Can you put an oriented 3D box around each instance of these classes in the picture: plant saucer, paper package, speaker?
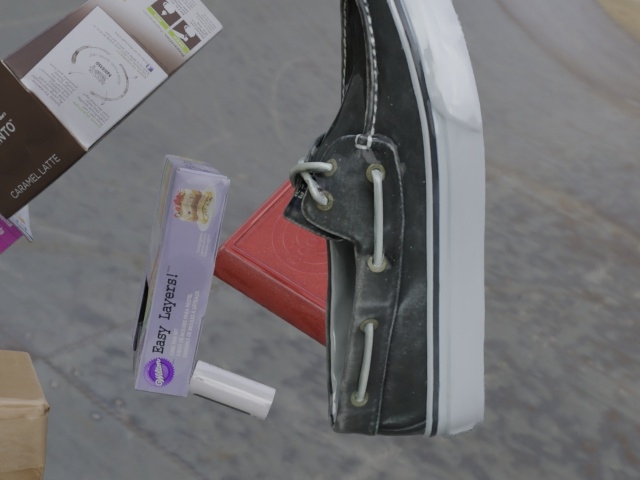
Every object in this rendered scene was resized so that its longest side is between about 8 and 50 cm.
[{"bbox_3d":[0.000,0.000,1.481,0.259,0.048,0.258,30,62,27],"label":"plant saucer"},{"bbox_3d":[-0.657,0.300,1.753,0.324,0.168,0.309,6,10,-23],"label":"paper package"},{"bbox_3d":[-0.141,0.238,1.604,0.136,0.055,0.055,21,24,-6],"label":"speaker"}]

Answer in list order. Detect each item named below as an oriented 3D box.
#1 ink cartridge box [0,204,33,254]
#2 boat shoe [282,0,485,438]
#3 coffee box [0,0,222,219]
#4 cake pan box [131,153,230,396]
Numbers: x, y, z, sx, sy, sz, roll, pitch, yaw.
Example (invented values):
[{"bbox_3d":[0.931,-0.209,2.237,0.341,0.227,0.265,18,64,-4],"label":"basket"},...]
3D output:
[{"bbox_3d":[-0.466,-0.122,1.134,0.324,0.071,0.330,47,-2,-21],"label":"ink cartridge box"},{"bbox_3d":[0.036,-0.023,0.649,0.119,0.335,0.121,-8,9,-8],"label":"boat shoe"},{"bbox_3d":[-0.214,-0.145,0.918,0.098,0.141,0.246,48,39,-12],"label":"coffee box"},{"bbox_3d":[-0.174,0.036,1.218,0.070,0.267,0.246,10,8,-11],"label":"cake pan box"}]
